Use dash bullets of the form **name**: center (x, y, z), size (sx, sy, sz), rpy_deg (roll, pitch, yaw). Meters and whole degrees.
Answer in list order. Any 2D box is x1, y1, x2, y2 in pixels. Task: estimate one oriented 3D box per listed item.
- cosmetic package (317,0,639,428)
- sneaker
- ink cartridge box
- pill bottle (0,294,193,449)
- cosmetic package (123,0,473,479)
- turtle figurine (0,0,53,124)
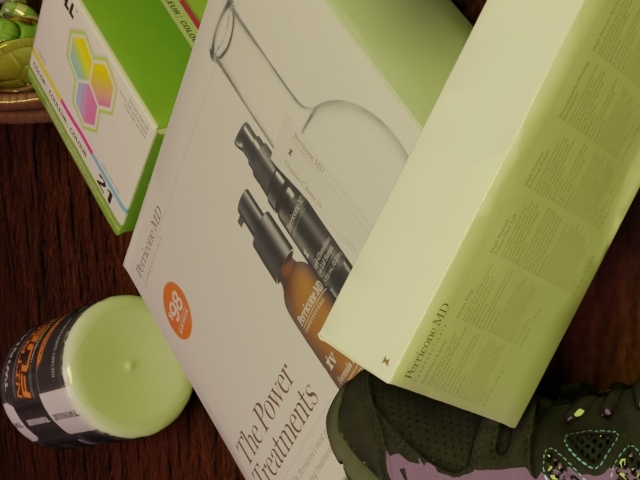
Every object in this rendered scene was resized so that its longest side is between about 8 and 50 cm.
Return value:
- **cosmetic package**: center (0.098, -0.039, 0.591), size (0.060, 0.099, 0.239), rpy_deg (29, 93, 46)
- **sneaker**: center (0.158, 0.111, 0.636), size (0.340, 0.125, 0.140), rpy_deg (18, 107, 31)
- **ink cartridge box**: center (-0.129, -0.160, 0.979), size (0.189, 0.097, 0.255), rpy_deg (57, 144, 25)
- **pill bottle**: center (-0.226, 0.132, 1.213), size (0.245, 0.130, 0.130), rpy_deg (-21, 86, 57)
- **cosmetic package**: center (0.000, 0.000, 0.859), size (0.284, 0.097, 0.377), rpy_deg (58, 144, 27)
- **turtle figurine**: center (-0.350, -0.194, 1.181), size (0.275, 0.266, 0.198), rpy_deg (50, -168, -16)
